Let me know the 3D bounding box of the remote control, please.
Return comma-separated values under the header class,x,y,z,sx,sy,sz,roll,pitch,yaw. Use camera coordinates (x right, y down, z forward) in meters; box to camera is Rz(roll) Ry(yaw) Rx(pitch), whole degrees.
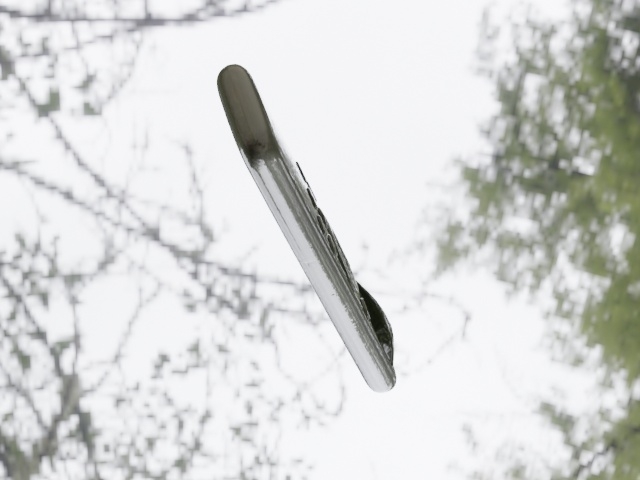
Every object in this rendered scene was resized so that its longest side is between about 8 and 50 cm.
class,x,y,z,sx,sy,sz,roll,pitch,yaw
remote control,0.000,0.000,0.981,0.029,0.261,0.067,-23,-127,3
